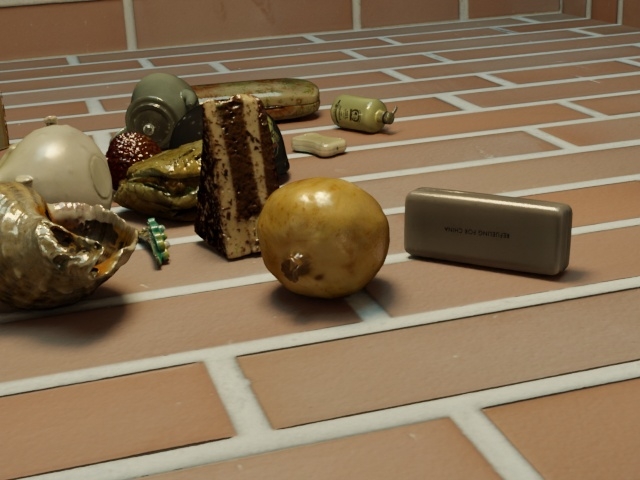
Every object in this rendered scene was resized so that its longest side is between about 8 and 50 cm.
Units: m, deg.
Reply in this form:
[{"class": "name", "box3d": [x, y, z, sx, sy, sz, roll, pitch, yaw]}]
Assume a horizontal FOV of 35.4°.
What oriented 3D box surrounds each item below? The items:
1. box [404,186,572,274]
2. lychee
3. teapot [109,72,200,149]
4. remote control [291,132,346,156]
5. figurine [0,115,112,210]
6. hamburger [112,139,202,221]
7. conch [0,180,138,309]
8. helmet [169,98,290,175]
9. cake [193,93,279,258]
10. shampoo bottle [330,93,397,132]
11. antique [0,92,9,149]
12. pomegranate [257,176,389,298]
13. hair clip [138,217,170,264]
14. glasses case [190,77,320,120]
[{"class": "box", "box3d": [0.241, -0.016, 1.465, 0.243, 0.103, 0.055, 9, 16, 30]}, {"class": "lychee", "box3d": [-0.352, -0.147, 1.899, 0.123, 0.123, 0.129, 15, 27, 41]}, {"class": "teapot", "box3d": [-0.371, -0.266, 2.234, 0.239, 0.162, 0.149, -23, 25, 21]}, {"class": "remote control", "box3d": [-0.004, -0.204, 2.144, 0.074, 0.032, 0.122, -19, 24, -38]}, {"class": "figurine", "box3d": [-0.539, -0.070, 1.585, 0.394, 0.227, 0.274, -10, -8, 9]}, {"class": "hamburger", "box3d": [-0.254, -0.098, 1.777, 0.206, 0.130, 0.183, -6, 16, 44]}, {"class": "conch", "box3d": [-0.380, 0.024, 1.380, 0.291, 0.159, 0.210, 30, 13, 38]}, {"class": "helmet", "box3d": [-0.192, -0.198, 1.968, 0.230, 0.160, 0.279, -20, 27, -37]}, {"class": "cake", "box3d": [-0.115, -0.089, 1.543, 0.112, 0.246, 0.135, -13, 41, -29]}, {"class": "shampoo bottle", "box3d": [0.103, -0.288, 2.301, 0.079, 0.079, 0.162, -20, 26, -40]}, {"class": "antique", "box3d": [-0.809, -0.274, 2.293, 0.152, 0.147, 0.148, 7, 19, 27]}, {"class": "pomegranate", "box3d": [0.000, 0.000, 1.369, 0.196, 0.196, 0.196, -3, 19, 1]}, {"class": "hair clip", "box3d": [-0.263, -0.003, 1.592, 0.049, 0.049, 0.173, -9, 19, -17]}, {"class": "glasses case", "box3d": [-0.210, -0.334, 2.446, 0.425, 0.098, 0.156, -7, 24, -12]}]
